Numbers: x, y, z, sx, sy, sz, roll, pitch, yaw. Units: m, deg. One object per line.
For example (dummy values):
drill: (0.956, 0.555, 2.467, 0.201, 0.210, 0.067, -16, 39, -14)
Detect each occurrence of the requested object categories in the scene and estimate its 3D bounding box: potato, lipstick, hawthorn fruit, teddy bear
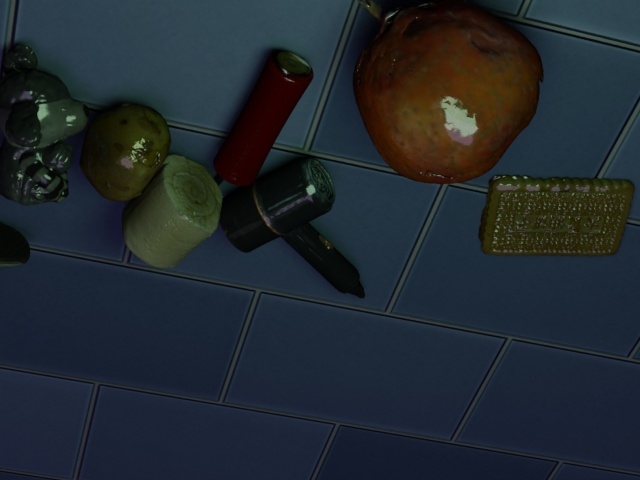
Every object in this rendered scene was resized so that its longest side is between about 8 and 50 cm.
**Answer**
potato: (-0.318, -0.141, 1.926, 0.137, 0.137, 0.176, 25, 117, -22)
lipstick: (-0.093, -0.193, 1.916, 0.080, 0.080, 0.241, 20, 129, -18)
hawthorn fruit: (0.160, -0.244, 1.770, 0.307, 0.276, 0.276, 42, 120, -15)
teddy bear: (-0.439, -0.161, 1.878, 0.144, 0.171, 0.251, 4, 130, -14)

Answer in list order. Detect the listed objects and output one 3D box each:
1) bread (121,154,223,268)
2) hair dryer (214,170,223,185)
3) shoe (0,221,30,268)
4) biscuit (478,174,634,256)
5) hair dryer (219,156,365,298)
bread: (-0.244, -0.046, 1.992, 0.134, 0.148, 0.141, 19, 135, -36)
hair dryer: (-0.168, -0.101, 2.033, 0.047, 0.026, 0.083, 28, 129, -22)
shoe: (-0.643, 0.009, 2.078, 0.275, 0.103, 0.098, 13, 132, -5)
biscuit: (0.409, -0.039, 2.097, 0.254, 0.029, 0.172, 1, 132, -2)
hair dryer: (0.000, 0.000, 2.093, 0.189, 0.107, 0.352, -27, 135, 23)
